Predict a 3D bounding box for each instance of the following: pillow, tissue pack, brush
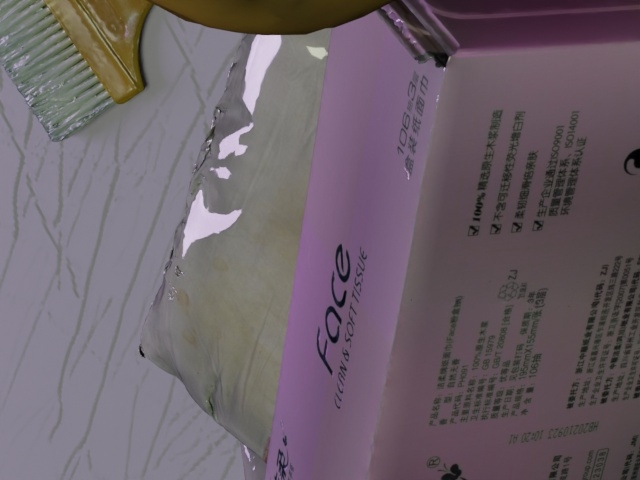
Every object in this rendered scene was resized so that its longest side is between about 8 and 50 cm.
[{"bbox_3d":[0.000,0.000,0.763,0.128,0.051,0.229,33,125,16],"label":"pillow"},{"bbox_3d":[0.069,0.015,0.664,0.092,0.148,0.246,-124,36,-49],"label":"tissue pack"},{"bbox_3d":[-0.066,-0.116,0.758,0.205,0.011,0.083,-28,101,34],"label":"brush"}]

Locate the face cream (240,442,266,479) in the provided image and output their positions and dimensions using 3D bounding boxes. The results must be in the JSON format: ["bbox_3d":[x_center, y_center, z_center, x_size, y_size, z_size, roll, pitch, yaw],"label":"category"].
[{"bbox_3d":[0.024,0.225,0.859,0.143,0.089,0.314,9,111,25],"label":"face cream"}]

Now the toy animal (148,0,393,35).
[{"bbox_3d":[0.020,-0.159,0.542,0.169,0.281,0.195,-9,116,54],"label":"toy animal"}]
